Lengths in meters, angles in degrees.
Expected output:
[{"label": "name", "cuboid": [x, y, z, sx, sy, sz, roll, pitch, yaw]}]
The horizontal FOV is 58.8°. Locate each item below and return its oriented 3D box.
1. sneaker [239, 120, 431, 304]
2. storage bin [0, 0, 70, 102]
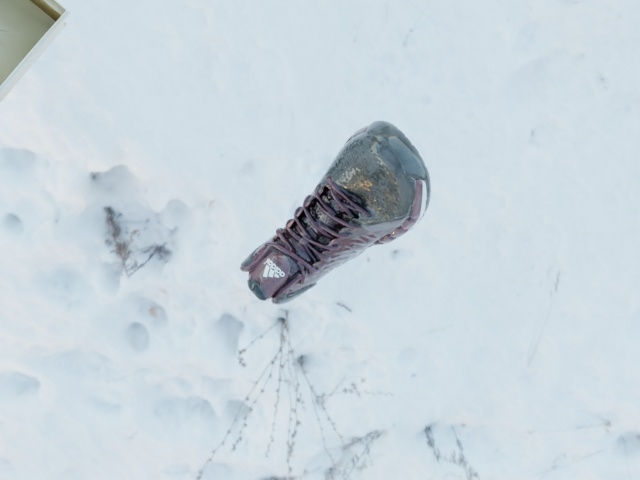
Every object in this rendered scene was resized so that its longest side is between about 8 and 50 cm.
[{"label": "sneaker", "cuboid": [0.000, 0.000, 0.588, 0.162, 0.281, 0.106, -37, 81, -23]}, {"label": "storage bin", "cuboid": [-0.598, -0.351, 0.912, 0.260, 0.123, 0.262, 39, 84, -23]}]
